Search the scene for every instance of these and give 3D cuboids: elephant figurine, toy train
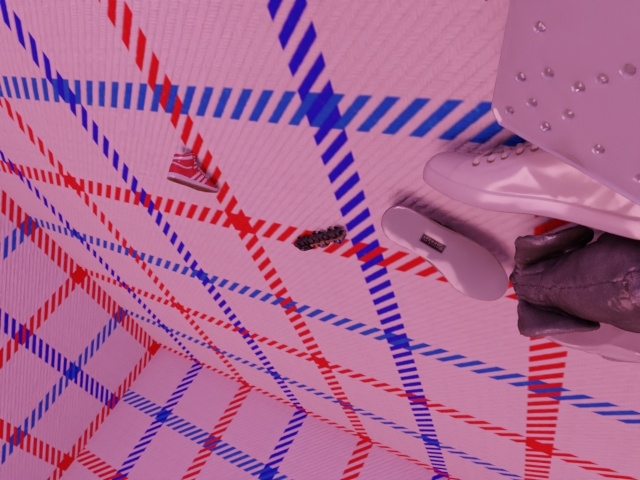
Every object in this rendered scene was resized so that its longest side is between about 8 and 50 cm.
[{"bbox_3d":[0.312,0.057,0.626,0.240,0.169,0.186,-9,136,45],"label":"elephant figurine"},{"bbox_3d":[0.000,0.000,0.990,0.036,0.027,0.158,42,150,-22],"label":"toy train"}]

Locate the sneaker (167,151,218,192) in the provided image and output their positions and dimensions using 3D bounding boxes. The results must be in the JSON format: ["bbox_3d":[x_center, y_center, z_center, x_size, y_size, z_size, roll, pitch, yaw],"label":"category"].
[{"bbox_3d":[-0.257,-0.141,1.024,0.042,0.066,0.119,-1,166,41],"label":"sneaker"}]

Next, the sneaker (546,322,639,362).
[{"bbox_3d":[0.425,0.151,0.765,0.212,0.080,0.094,15,158,26],"label":"sneaker"}]

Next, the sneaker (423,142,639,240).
[{"bbox_3d":[0.258,-0.093,0.560,0.290,0.106,0.123,15,121,33],"label":"sneaker"}]

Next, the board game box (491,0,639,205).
[{"bbox_3d":[0.292,-0.140,0.271,0.390,0.050,0.389,44,161,31],"label":"board game box"}]

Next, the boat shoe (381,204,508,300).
[{"bbox_3d":[0.197,0.011,0.778,0.219,0.070,0.077,36,107,5],"label":"boat shoe"}]
